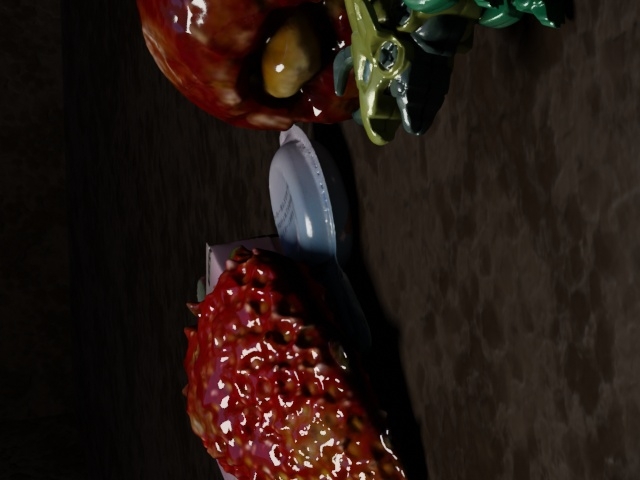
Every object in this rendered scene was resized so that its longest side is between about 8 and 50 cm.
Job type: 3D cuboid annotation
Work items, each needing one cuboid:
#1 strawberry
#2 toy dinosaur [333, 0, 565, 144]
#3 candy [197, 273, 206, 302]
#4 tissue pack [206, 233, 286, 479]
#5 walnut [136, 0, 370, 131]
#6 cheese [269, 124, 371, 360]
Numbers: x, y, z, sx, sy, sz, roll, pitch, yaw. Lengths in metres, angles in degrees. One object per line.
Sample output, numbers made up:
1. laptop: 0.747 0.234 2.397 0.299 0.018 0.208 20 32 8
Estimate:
1. strawberry: -0.031 0.155 1.356 0.306 0.137 0.233 -128 28 -50
2. toy dinosaur: 0.065 -0.195 0.966 0.153 0.094 0.259 -12 77 47
3. candy: -0.124 0.088 1.933 0.103 0.043 0.103 173 90 -75
4. tissue pack: -0.059 0.136 1.616 0.148 0.092 0.246 -124 32 -58
5. walnut: -0.020 -0.216 1.149 0.244 0.221 0.269 -48 35 27
6. cheese: 0.000 0.000 1.418 0.135 0.052 0.245 113 143 -65
